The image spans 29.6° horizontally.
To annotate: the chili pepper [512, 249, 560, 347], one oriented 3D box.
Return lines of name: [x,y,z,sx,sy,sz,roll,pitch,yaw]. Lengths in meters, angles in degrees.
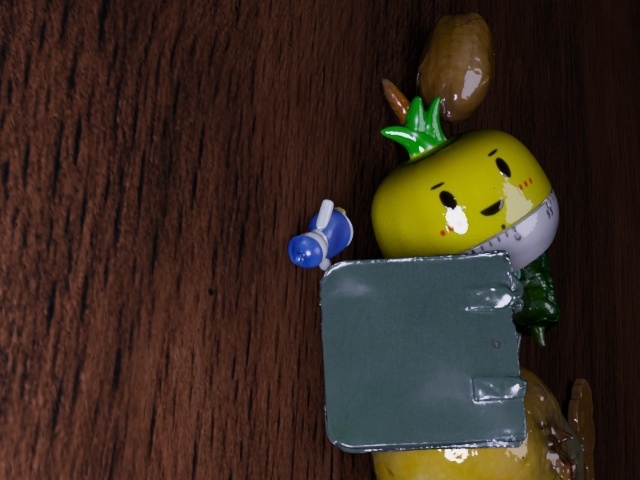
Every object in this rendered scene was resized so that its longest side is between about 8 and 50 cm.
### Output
chili pepper: [0.379,0.067,2.220,0.136,0.099,0.270,46,37,-62]

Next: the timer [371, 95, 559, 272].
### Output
timer: [0.181,-0.077,1.720,0.285,0.285,0.285,32,53,-56]

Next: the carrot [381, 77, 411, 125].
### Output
carrot: [0.168,-0.145,1.879,0.256,0.061,0.061,49,31,-1]

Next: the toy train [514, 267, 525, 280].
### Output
toy train: [0.249,0.000,1.981,0.163,0.112,0.203,27,55,-49]

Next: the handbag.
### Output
handbag: [0.130,0.141,1.517,0.079,0.260,0.247,73,14,-69]

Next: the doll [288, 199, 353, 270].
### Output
doll: [0.000,0.000,1.542,0.143,0.058,0.098,-44,140,-58]

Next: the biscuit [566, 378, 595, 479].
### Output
biscuit: [0.534,0.397,2.482,0.144,0.040,0.236,57,32,-50]

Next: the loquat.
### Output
loquat: [0.213,0.287,1.636,0.275,0.275,0.275,32,53,-56]

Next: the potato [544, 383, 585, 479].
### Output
potato: [0.337,0.333,1.993,0.262,0.165,0.165,60,32,-23]

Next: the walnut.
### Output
walnut: [0.227,-0.293,2.011,0.137,0.137,0.245,53,45,-43]
